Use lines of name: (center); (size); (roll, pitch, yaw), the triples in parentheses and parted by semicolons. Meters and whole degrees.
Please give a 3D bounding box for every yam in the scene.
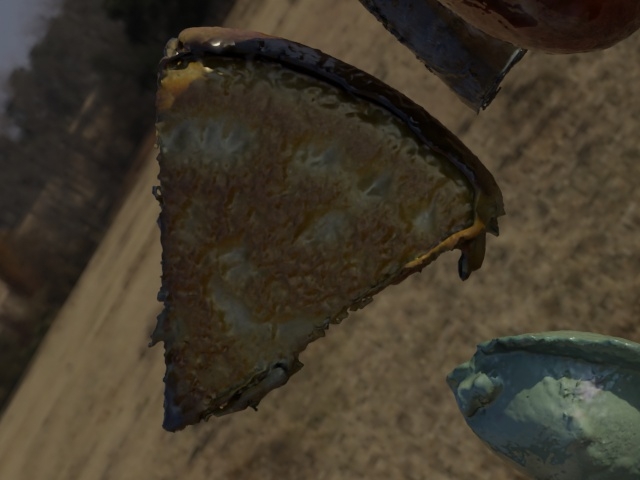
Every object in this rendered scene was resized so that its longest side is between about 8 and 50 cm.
yam: (0.085, -0.249, 1.280); (0.131, 0.279, 0.131); (-45, 3, 3)

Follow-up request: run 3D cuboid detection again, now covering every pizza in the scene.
pizza: (0.000, 0.000, 1.009); (0.074, 0.251, 0.288); (-30, -56, -73)

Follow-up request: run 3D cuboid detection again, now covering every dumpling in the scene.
dumpling: (0.184, 0.116, 0.861); (0.105, 0.216, 0.149); (-60, 25, -8)

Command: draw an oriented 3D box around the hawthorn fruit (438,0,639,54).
hawthorn fruit: (0.161, -0.262, 0.966); (0.284, 0.284, 0.284); (-56, 10, 16)
